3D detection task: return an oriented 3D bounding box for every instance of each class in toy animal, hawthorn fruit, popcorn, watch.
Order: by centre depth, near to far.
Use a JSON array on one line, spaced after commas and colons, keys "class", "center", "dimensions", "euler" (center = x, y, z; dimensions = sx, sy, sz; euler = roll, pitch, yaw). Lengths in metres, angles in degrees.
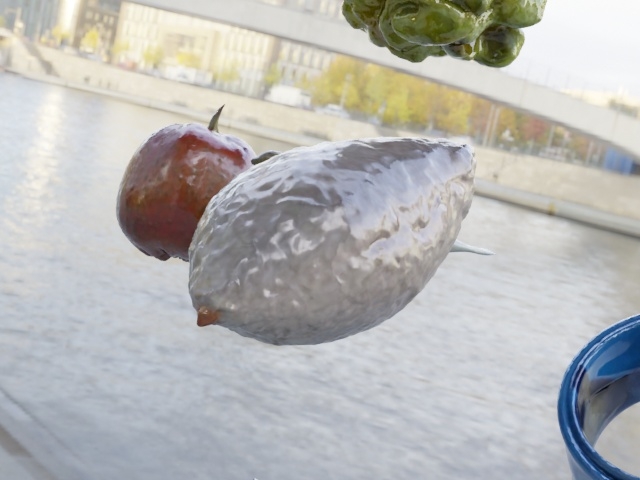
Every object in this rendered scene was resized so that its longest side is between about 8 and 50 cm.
[{"class": "watch", "center": [0.389, 0.172, 0.849], "dimensions": [0.305, 0.241, 0.274], "euler": [-36, 39, -19]}, {"class": "toy animal", "center": [-0.005, 0.002, 0.866], "dimensions": [0.226, 0.188, 0.358], "euler": [-7, 11, 43]}, {"class": "popcorn", "center": [0.133, -0.322, 1.003], "dimensions": [0.241, 0.235, 0.250], "euler": [2, -20, 7]}, {"class": "hawthorn fruit", "center": [-0.151, -0.070, 1.080], "dimensions": [0.179, 0.201, 0.179], "euler": [12, 5, -1]}]

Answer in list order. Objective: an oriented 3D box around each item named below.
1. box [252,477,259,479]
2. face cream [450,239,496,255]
[{"class": "box", "center": [-0.071, 0.385, 1.226], "dimensions": [0.050, 0.036, 0.117], "euler": [32, 15, -36]}, {"class": "face cream", "center": [0.164, 0.000, 1.362], "dimensions": [0.114, 0.070, 0.224], "euler": [18, 4, 44]}]
